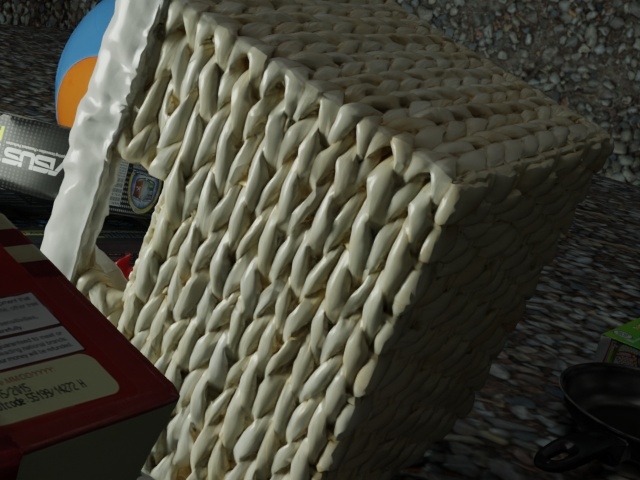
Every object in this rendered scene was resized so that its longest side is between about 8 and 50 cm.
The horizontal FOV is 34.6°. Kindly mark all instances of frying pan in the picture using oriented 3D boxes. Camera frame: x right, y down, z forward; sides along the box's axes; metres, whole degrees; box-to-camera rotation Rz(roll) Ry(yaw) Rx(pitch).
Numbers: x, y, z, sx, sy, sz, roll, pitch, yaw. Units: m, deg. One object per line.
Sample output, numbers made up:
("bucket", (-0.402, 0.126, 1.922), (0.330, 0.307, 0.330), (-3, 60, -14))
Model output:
("frying pan", (0.305, 0.185, 0.933), (0.197, 0.053, 0.326), (16, 17, 15))

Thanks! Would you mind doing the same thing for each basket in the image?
("basket", (0.000, 0.000, 0.766), (0.266, 0.328, 0.331), (33, 25, 22))

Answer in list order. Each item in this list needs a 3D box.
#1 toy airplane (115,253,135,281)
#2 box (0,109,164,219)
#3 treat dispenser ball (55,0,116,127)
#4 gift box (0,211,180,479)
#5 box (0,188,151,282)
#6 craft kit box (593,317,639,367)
("toy airplane", (-0.148, 0.019, 0.883), (0.028, 0.151, 0.151), (52, 30, 17))
("box", (-0.221, -0.068, 0.912), (0.216, 0.060, 0.270), (14, 2, 22))
("treat dispenser ball", (-0.170, -0.167, 1.226), (0.288, 0.288, 0.288), (11, 15, -3))
("gift box", (-0.235, 0.121, 0.387), (0.276, 0.258, 0.255), (43, 27, 27))
("box", (-0.234, -0.001, 1.010), (0.233, 0.059, 0.183), (-1, 18, -39))
("craft kit box", (0.474, 0.152, 1.179), (0.246, 0.061, 0.250), (25, 20, 33))
